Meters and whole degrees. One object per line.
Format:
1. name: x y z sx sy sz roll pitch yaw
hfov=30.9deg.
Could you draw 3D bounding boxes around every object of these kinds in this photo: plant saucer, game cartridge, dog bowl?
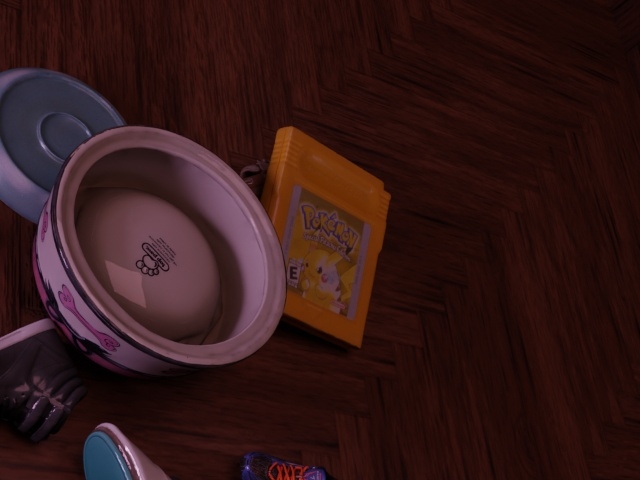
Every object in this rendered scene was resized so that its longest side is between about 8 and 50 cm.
1. plant saucer: -0.424 -0.159 1.898 0.317 0.043 0.318 24 47 -29
2. game cartridge: 0.000 0.000 2.051 0.285 0.052 0.324 27 68 -41
3. dog bowl: -0.256 0.032 1.772 0.408 0.150 0.408 24 48 -30

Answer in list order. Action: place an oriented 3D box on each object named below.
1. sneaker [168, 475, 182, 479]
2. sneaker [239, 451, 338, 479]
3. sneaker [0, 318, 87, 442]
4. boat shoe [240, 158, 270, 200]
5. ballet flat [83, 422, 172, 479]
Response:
1. sneaker: -0.194 0.432 1.682 0.170 0.051 0.089 54 36 -3
2. sneaker: -0.032 0.383 1.839 0.221 0.087 0.083 25 47 -28
3. sneaker: -0.431 0.221 1.570 0.147 0.104 0.296 51 36 6
4. boat shoe: -0.091 -0.098 2.105 0.116 0.123 0.324 53 39 3
5. ballet flat: -0.209 0.435 1.591 0.139 0.139 0.400 -4 61 -44
